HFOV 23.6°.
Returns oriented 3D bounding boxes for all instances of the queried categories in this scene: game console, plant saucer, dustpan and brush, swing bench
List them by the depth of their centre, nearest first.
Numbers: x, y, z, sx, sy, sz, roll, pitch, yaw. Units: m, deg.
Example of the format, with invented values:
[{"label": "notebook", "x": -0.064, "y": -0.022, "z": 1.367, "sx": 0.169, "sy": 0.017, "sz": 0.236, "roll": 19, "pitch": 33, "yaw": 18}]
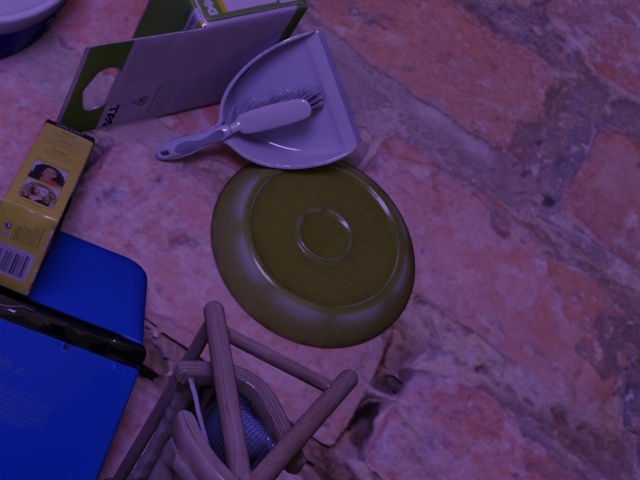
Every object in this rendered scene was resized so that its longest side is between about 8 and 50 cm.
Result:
[{"label": "swing bench", "x": -0.099, "y": 0.239, "z": 1.327, "sx": 0.165, "sy": 0.253, "sz": 0.255, "roll": 27, "pitch": 28, "yaw": -8}, {"label": "game console", "x": -0.327, "y": 0.090, "z": 1.458, "sx": 0.293, "sy": 0.173, "sz": 0.250, "roll": 23, "pitch": 84, "yaw": -15}, {"label": "dustpan and brush", "x": -0.078, "y": -0.129, "z": 1.661, "sx": 0.060, "sy": 0.211, "sz": 0.147, "roll": -72, "pitch": 144, "yaw": -63}, {"label": "plant saucer", "x": 0.000, "y": 0.000, "z": 1.676, "sx": 0.240, "sy": 0.037, "sz": 0.241, "roll": 10, "pitch": 60, "yaw": -19}]

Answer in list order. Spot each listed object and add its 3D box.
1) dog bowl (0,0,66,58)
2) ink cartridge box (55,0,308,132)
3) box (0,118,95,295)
[{"label": "dog bowl", "x": -0.383, "y": -0.326, "z": 1.630, "sx": 0.264, "sy": 0.104, "sz": 0.265, "roll": 9, "pitch": 67, "yaw": -21}, {"label": "ink cartridge box", "x": -0.167, "y": -0.215, "z": 1.627, "sx": 0.255, "sy": 0.189, "sz": 0.097, "roll": -16, "pitch": 71, "yaw": -29}, {"label": "box", "x": -0.273, "y": -0.037, "z": 1.481, "sx": 0.058, "sy": 0.087, "sz": 0.232, "roll": 23, "pitch": 22, "yaw": -9}]
